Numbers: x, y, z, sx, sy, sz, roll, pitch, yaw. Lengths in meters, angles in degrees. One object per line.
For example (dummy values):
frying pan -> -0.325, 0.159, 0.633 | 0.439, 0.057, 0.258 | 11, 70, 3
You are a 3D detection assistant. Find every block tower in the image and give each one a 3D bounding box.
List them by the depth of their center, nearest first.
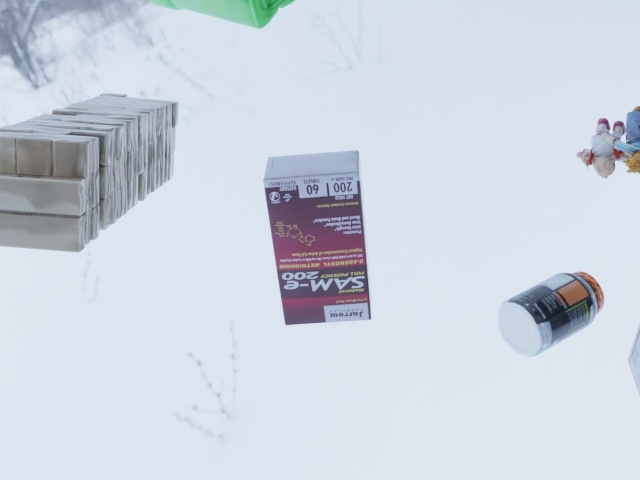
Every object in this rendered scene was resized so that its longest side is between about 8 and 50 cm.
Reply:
block tower -> -0.219, -0.079, 0.867 | 0.097, 0.091, 0.335 | 5, 16, 2

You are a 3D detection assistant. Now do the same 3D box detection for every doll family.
doll family -> 0.587, -0.163, 1.546 | 0.263, 0.118, 0.163 | 12, 47, 12

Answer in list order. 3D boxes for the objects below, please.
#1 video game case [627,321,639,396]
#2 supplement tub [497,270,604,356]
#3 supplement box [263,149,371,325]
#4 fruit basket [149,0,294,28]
video game case -> 0.386, 0.130, 0.937 | 0.025, 0.204, 0.285 | 8, 29, 3
supplement tub -> 0.436, 0.132, 1.675 | 0.190, 0.117, 0.117 | -21, 16, -29
supplement box -> 0.000, 0.000, 1.240 | 0.130, 0.239, 0.073 | -4, 31, 5
fruit basket -> -0.170, -0.441, 0.963 | 0.283, 0.392, 0.392 | -44, 24, -15
